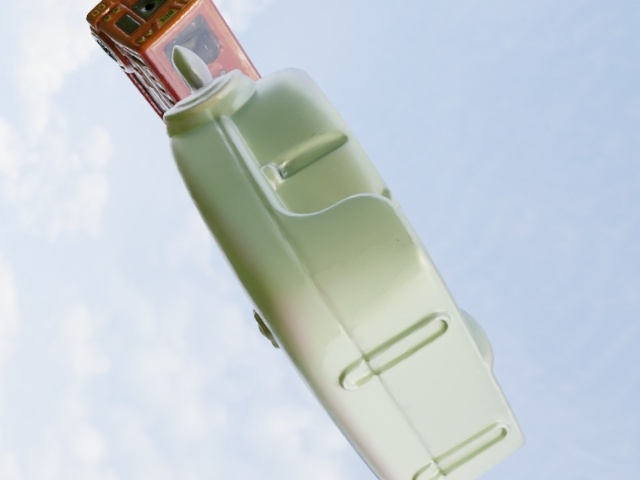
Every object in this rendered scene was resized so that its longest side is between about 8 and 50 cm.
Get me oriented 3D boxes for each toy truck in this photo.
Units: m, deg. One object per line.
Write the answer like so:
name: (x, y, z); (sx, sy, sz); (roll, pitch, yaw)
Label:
toy truck: (-0.117, -0.157, 1.099); (0.107, 0.252, 0.114); (-45, -127, -8)

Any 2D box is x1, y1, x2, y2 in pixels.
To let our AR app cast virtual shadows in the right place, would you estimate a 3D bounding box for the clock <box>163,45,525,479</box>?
clock: (0.000, 0.000, 0.433); (0.062, 0.151, 0.191); (-33, -135, 1)
